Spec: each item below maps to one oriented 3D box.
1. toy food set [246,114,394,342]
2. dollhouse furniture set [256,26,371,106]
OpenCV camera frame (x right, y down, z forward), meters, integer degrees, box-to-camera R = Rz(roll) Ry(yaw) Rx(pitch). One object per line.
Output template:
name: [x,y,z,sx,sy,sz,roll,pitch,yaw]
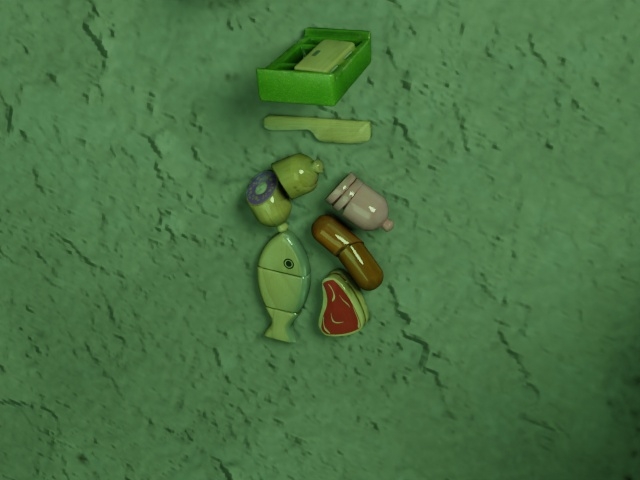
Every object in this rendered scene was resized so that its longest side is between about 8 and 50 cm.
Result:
toy food set: [0.000,0.000,0.914,0.078,0.019,0.122,5,116,21]
dollhouse furniture set: [-0.009,-0.141,0.826,0.076,0.058,0.152,7,117,20]
